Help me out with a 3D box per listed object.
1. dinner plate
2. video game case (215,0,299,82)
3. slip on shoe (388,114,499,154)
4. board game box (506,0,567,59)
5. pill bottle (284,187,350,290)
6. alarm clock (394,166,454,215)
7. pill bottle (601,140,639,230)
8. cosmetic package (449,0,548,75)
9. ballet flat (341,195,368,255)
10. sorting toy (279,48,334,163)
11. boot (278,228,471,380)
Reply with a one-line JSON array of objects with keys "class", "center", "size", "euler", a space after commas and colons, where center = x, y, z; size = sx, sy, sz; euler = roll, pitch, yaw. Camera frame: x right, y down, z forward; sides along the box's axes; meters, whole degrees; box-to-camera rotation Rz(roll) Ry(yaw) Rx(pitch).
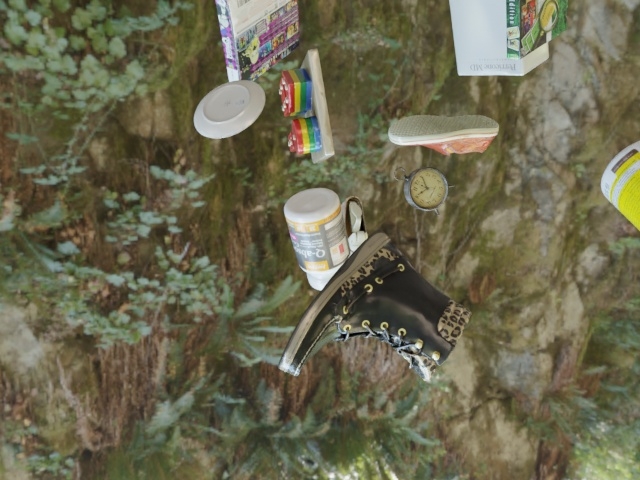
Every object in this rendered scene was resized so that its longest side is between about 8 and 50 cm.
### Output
[{"class": "dinner plate", "center": [-0.168, -0.243, 1.033], "size": [0.141, 0.141, 0.017], "euler": [9, 153, 23]}, {"class": "video game case", "center": [-0.132, -0.487, 1.282], "size": [0.041, 0.210, 0.232], "euler": [26, -125, 24]}, {"class": "slip on shoe", "center": [0.339, -0.282, 1.578], "size": [0.331, 0.101, 0.123], "euler": [-6, -139, -22]}, {"class": "board game box", "center": [0.318, -0.415, 0.833], "size": [0.136, 0.260, 0.030], "euler": [-37, -140, -28]}, {"class": "pill bottle", "center": [0.000, 0.000, 1.670], "size": [0.162, 0.279, 0.162], "euler": [-10, -147, 7]}, {"class": "alarm clock", "center": [0.302, -0.165, 1.727], "size": [0.192, 0.130, 0.064], "euler": [28, 179, -17]}, {"class": "pill bottle", "center": [0.515, -0.045, 0.818], "size": [0.117, 0.117, 0.215], "euler": [-2, -138, -18]}, {"class": "cosmetic package", "center": [0.504, -0.721, 1.642], "size": [0.161, 0.454, 0.230], "euler": [-36, -146, -32]}, {"class": "ballet flat", "center": [0.126, -0.030, 2.095], "size": [0.107, 0.316, 0.106], "euler": [1, 150, -18]}, {"class": "sorting toy", "center": [-0.045, -0.336, 1.500], "size": [0.089, 0.257, 0.255], "euler": [-10, -176, -7]}, {"class": "boot", "center": [0.120, 0.186, 1.184], "size": [0.284, 0.138, 0.377], "euler": [38, -120, 7]}]
